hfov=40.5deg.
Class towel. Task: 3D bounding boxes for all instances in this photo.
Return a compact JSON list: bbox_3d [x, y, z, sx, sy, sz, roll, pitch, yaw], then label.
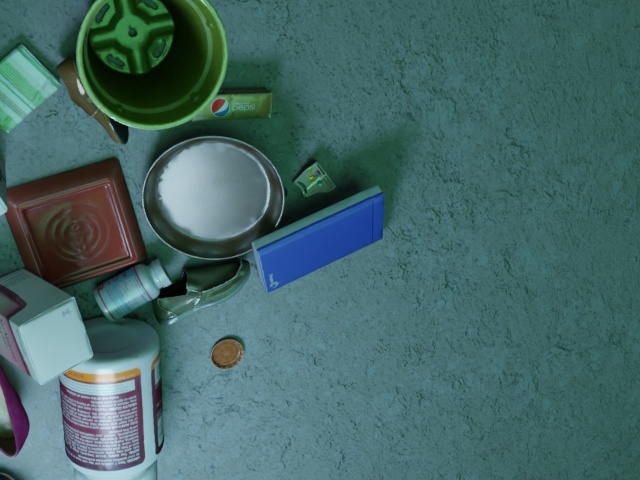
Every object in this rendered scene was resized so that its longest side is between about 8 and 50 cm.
[{"bbox_3d":[-0.609,-0.302,1.724,0.152,0.023,0.113,-41,119,1],"label":"towel"}]

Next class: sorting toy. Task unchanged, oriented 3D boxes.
[{"bbox_3d":[-0.020,-0.140,2.025,0.075,0.045,0.083,-36,121,4],"label":"sorting toy"}]

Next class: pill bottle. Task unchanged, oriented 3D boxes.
[{"bbox_3d":[-0.470,0.391,1.965,0.223,0.224,0.393,-6,114,-20],"label":"pill bottle"},{"bbox_3d":[-0.417,0.107,1.936,0.160,0.087,0.087,-29,120,-5],"label":"pill bottle"}]

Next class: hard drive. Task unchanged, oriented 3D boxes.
[{"bbox_3d":[0.000,0.000,2.035,0.318,0.040,0.210,-25,152,-11],"label":"hard drive"}]

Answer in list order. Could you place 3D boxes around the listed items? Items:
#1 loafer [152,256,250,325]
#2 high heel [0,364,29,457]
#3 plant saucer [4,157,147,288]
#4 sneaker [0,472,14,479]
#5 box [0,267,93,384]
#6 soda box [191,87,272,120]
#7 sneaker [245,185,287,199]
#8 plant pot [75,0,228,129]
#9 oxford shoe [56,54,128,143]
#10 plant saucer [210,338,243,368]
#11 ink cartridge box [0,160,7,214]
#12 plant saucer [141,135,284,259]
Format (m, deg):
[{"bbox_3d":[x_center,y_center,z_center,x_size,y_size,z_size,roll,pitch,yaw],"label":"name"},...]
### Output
[{"bbox_3d":[-0.277,0.105,1.993,0.251,0.094,0.087,-31,124,-7],"label":"loafer"},{"bbox_3d":[-0.735,0.287,1.833,0.127,0.181,0.377,-34,121,-5],"label":"high heel"},{"bbox_3d":[-0.523,-0.020,1.866,0.259,0.048,0.259,-18,118,-14],"label":"plant saucer"},{"bbox_3d":[-0.799,0.576,1.979,0.321,0.127,0.126,37,98,-6],"label":"sneaker"},{"bbox_3d":[-0.598,0.174,1.797,0.126,0.232,0.149,-30,123,-34],"label":"box"},{"bbox_3d":[-0.196,-0.294,1.871,0.181,0.061,0.058,-6,113,-20],"label":"soda box"},{"bbox_3d":[-0.128,-0.105,1.985,0.119,0.057,0.047,-1,109,-22],"label":"sneaker"},{"bbox_3d":[-0.343,-0.380,1.662,0.275,0.254,0.276,-9,116,-19],"label":"plant pot"},{"bbox_3d":[-0.462,-0.284,1.775,0.076,0.076,0.212,-15,124,18],"label":"oxford shoe"},{"bbox_3d":[-0.231,0.278,2.135,0.083,0.013,0.084,-8,115,-18],"label":"plant saucer"},{"bbox_3d":[-0.704,-0.094,1.628,0.198,0.273,0.115,-30,118,-8],"label":"ink cartridge box"},{"bbox_3d":[-0.234,-0.099,1.910,0.310,0.050,0.311,-3,123,-4],"label":"plant saucer"}]
